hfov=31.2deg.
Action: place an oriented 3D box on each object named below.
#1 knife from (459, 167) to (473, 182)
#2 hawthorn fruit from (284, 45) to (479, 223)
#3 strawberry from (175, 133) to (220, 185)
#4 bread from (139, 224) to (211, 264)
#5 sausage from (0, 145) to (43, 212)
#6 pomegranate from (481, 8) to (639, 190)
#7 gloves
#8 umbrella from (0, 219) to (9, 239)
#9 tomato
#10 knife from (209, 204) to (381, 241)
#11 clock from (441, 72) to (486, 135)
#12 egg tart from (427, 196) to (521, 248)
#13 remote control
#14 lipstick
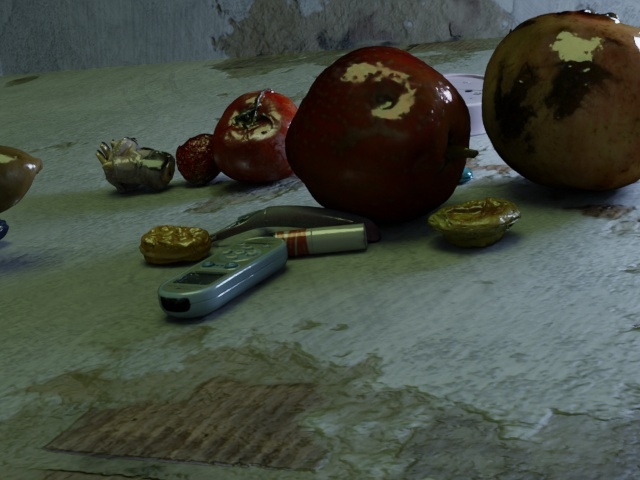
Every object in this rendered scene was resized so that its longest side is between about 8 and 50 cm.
[{"bbox_3d":[0.182,-0.126,1.996,0.064,0.031,0.222,-14,21,-33],"label":"knife"},{"bbox_3d":[0.099,-0.153,1.714,0.299,0.275,0.275,16,26,29],"label":"hawthorn fruit"},{"bbox_3d":[-0.223,-0.150,2.167,0.106,0.106,0.106,-7,16,2],"label":"strawberry"},{"bbox_3d":[-0.217,0.007,1.702,0.110,0.044,0.083,4,21,26],"label":"bread"},{"bbox_3d":[-0.661,-0.049,1.820,0.500,0.123,0.136,-15,7,25],"label":"sausage"},{"bbox_3d":[0.402,-0.214,1.771,0.322,0.322,0.322,-7,16,2],"label":"pomegranate"},{"bbox_3d":[-0.347,-0.139,2.173,0.144,0.094,0.110,28,58,27],"label":"gloves"},{"bbox_3d":[-0.573,0.006,1.830,0.070,0.071,0.248,-4,16,13],"label":"umbrella"},{"bbox_3d":[-0.113,-0.185,2.100,0.187,0.151,0.187,-7,59,12],"label":"tomato"},{"bbox_3d":[-0.041,-0.023,1.717,0.278,0.053,0.123,1,24,30],"label":"knife"},{"bbox_3d":[0.282,-0.278,2.331,0.196,0.068,0.197,-3,27,1],"label":"clock"},{"bbox_3d":[0.215,-0.024,1.595,0.130,0.052,0.130,-8,17,3],"label":"egg tart"},{"bbox_3d":[-0.125,0.047,1.523,0.087,0.047,0.244,6,20,29],"label":"remote control"},{"bbox_3d":[0.000,0.000,1.635,0.130,0.038,0.038,-5,17,8],"label":"lipstick"}]
